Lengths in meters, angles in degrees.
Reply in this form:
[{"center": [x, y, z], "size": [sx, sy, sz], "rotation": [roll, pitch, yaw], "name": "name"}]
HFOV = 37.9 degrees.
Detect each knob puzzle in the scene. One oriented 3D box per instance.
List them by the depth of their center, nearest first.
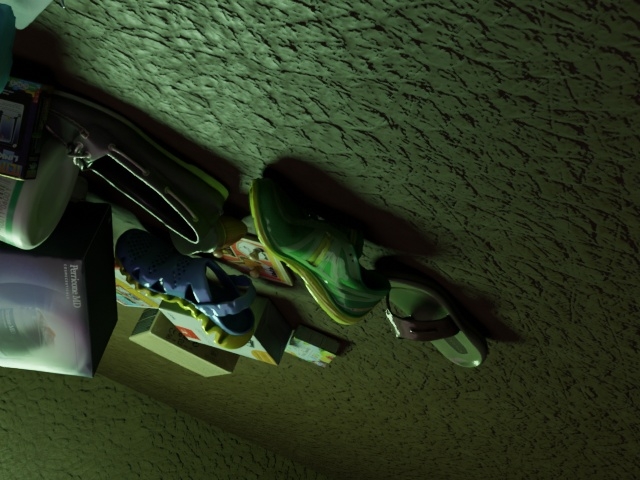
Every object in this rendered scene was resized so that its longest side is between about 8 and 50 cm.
[{"center": [-0.157, 0.028, 1.697], "size": [0.213, 0.030, 0.213], "rotation": [19, 159, 8], "name": "knob puzzle"}]

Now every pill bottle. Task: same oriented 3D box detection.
[{"center": [-0.584, -0.141, 1.471], "size": [0.361, 0.204, 0.204], "rotation": [23, 159, 0], "name": "pill bottle"}]

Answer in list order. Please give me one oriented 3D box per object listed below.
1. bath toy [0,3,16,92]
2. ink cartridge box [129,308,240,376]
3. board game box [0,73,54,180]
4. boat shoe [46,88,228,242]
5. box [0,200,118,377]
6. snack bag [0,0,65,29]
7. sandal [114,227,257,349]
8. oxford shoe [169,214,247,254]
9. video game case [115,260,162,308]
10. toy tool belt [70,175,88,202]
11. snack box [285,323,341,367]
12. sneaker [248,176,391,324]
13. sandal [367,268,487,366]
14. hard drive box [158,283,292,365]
[{"center": [-0.531, -0.288, 1.091], "size": [0.348, 0.151, 0.129], "rotation": [31, 174, -5], "name": "bath toy"}, {"center": [-0.337, 0.253, 2.330], "size": [0.234, 0.088, 0.193], "rotation": [30, 159, -20], "name": "ink cartridge box"}, {"center": [-0.479, -0.174, 1.329], "size": [0.170, 0.141, 0.048], "rotation": [15, -171, 6], "name": "board game box"}, {"center": [-0.293, -0.110, 1.405], "size": [0.335, 0.095, 0.112], "rotation": [31, 157, -21], "name": "boat shoe"}, {"center": [-0.543, 0.077, 1.717], "size": [0.294, 0.183, 0.296], "rotation": [6, 127, 1], "name": "box"}, {"center": [-0.401, -0.363, 0.994], "size": [0.323, 0.037, 0.342], "rotation": [33, 159, -24], "name": "snack bag"}, {"center": [-0.240, 0.070, 1.765], "size": [0.317, 0.126, 0.138], "rotation": [32, 136, -8], "name": "sandal"}, {"center": [-0.195, -0.015, 1.588], "size": [0.076, 0.076, 0.212], "rotation": [-12, -167, -34], "name": "oxford shoe"}, {"center": [-0.444, 0.103, 2.163], "size": [0.285, 0.025, 0.204], "rotation": [0, 150, 44], "name": "video game case"}, {"center": [-0.459, -0.098, 1.659], "size": [0.083, 0.052, 0.051], "rotation": [26, 155, -25], "name": "toy tool belt"}, {"center": [-0.018, 0.232, 2.035], "size": [0.100, 0.037, 0.141], "rotation": [24, 159, -1], "name": "snack box"}, {"center": [0.000, 0.000, 1.407], "size": [0.123, 0.109, 0.295], "rotation": [-33, 120, 18], "name": "sneaker"}, {"center": [0.174, 0.140, 1.548], "size": [0.303, 0.086, 0.120], "rotation": [41, 152, -28], "name": "sandal"}, {"center": [-0.200, 0.170, 1.996], "size": [0.232, 0.089, 0.181], "rotation": [13, 157, 23], "name": "hard drive box"}]
